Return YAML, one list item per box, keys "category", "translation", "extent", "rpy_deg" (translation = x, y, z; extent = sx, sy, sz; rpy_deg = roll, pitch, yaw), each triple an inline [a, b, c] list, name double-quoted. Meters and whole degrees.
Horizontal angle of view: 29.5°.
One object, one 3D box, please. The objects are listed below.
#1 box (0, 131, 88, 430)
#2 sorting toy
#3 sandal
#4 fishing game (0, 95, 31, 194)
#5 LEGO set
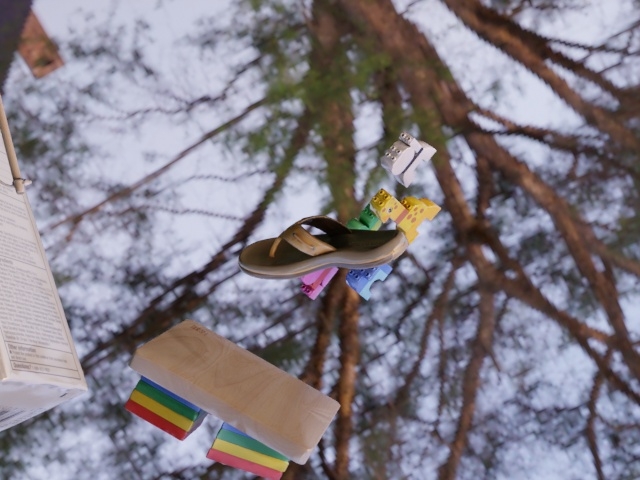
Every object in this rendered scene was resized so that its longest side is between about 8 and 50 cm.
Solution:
- category: "box"
  translation: [-0.331, 0.009, 1.077]
  extent: [0.121, 0.311, 0.148]
  rpy_deg: [-25, 162, 12]
- category: "sorting toy"
  translation: [-0.121, 0.223, 1.639]
  extent: [0.089, 0.255, 0.257]
  rpy_deg: [-62, 174, 9]
- category: "sandal"
  translation: [0.000, 0.000, 1.220]
  extent: [0.180, 0.049, 0.072]
  rpy_deg: [-6, -153, 26]
- category: "fishing game"
  translation: [-0.371, -0.051, 0.980]
  extent: [0.264, 0.189, 0.041]
  rpy_deg: [-19, 157, -5]
- category: "LEGO set"
  translation: [0.058, -0.023, 1.377]
  extent: [0.087, 0.093, 0.227]
  rpy_deg: [39, -90, 36]
